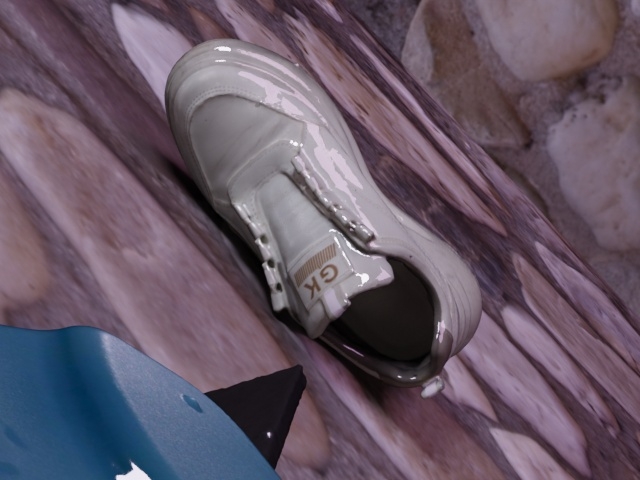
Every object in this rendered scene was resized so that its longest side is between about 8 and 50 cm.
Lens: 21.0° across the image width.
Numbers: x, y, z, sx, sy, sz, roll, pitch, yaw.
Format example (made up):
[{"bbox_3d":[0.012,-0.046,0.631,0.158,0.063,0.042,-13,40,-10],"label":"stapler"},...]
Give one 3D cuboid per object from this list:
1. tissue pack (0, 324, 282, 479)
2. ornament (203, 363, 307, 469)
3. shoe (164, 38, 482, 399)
[{"bbox_3d":[-0.139,0.108,0.434,0.287,0.206,0.198,35,10,-45],"label":"tissue pack"},{"bbox_3d":[-0.055,0.183,0.712,0.166,0.153,0.196,-63,133,-74],"label":"ornament"},{"bbox_3d":[0.000,0.000,1.262,0.316,0.124,0.159,43,22,-17],"label":"shoe"}]
